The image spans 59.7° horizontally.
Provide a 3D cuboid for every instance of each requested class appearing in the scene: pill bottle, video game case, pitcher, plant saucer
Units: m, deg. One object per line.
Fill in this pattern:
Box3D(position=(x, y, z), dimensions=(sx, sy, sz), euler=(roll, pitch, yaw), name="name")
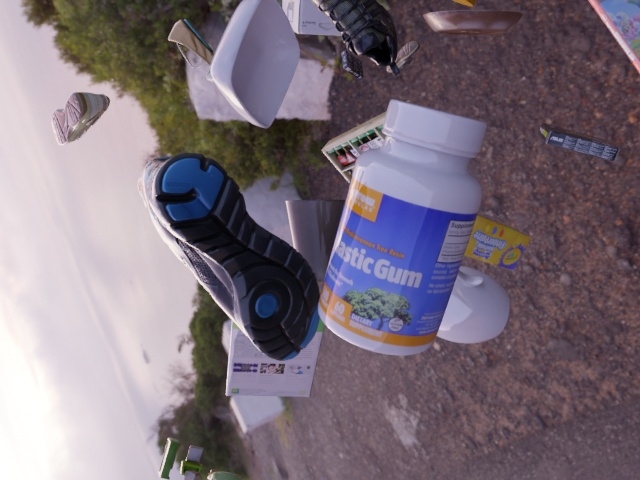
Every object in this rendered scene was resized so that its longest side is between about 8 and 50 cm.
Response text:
Box3D(position=(0.098, -0.018, 0.655), dimensions=(0.152, 0.152, 0.272), euler=(36, 117, 51), name="pill bottle")
Box3D(position=(0.675, -0.446, 1.108), dimensions=(0.285, 0.204, 0.025), euler=(60, 174, 9), name="video game case")
Box3D(position=(0.203, 0.082, 0.897), dimensions=(0.178, 0.207, 0.126), euler=(114, 167, -52), name="pitcher")
Box3D(position=(0.310, -0.445, 1.145), dimensions=(0.198, 0.198, 0.036), euler=(27, 120, 56), name="plant saucer")

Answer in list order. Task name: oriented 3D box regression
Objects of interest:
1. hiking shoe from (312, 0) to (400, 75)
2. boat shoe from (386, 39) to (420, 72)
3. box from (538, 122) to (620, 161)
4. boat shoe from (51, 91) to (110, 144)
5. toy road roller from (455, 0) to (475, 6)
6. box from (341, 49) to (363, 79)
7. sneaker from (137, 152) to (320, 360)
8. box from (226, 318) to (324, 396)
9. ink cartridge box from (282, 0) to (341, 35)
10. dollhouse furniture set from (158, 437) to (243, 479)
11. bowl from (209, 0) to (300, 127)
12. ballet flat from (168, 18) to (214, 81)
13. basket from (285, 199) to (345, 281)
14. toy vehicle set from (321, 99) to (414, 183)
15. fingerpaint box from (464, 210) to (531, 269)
Box3D(position=(0.056, -0.345, 0.849), dimensions=(0.086, 0.226, 0.114), euler=(-37, 52, 27), name="hiking shoe")
Box3D(position=(0.299, -0.648, 1.976), dimensions=(0.152, 0.049, 0.056), euler=(-32, 49, 44), name="boat shoe")
Box3D(position=(0.736, -0.285, 1.604), dimensions=(0.190, 0.184, 0.045), euler=(18, 109, 9), name="box")
Box3D(position=(-0.374, -0.188, 0.862), dimensions=(0.153, 0.048, 0.056), euler=(-21, 88, 49), name="boat shoe")
Box3D(position=(0.291, -0.758, 1.409), dimensions=(0.240, 0.329, 0.203), euler=(37, 113, 39), name="toy road roller")
Box3D(position=(0.105, -0.569, 1.808), dimensions=(0.018, 0.083, 0.067), euler=(-24, 62, 37), name="box")
Box3D(position=(-0.115, 0.022, 0.758), dimensions=(0.139, 0.125, 0.341), euler=(15, 142, 54), name="sneaker")
Box3D(position=(-0.119, 0.279, 1.441), dimensions=(0.059, 0.232, 0.322), euler=(-100, 17, -53), name="box")
Box3D(position=(-0.006, -0.596, 1.465), dimensions=(0.212, 0.154, 0.093), euler=(-118, 28, -59), name="ink cartridge box")
Box3D(position=(-0.190, 0.379, 0.940), dimensions=(0.076, 0.151, 0.059), euler=(163, 125, -70), name="dollhouse furniture set")
Box3D(position=(-0.090, -0.235, 0.733), dimensions=(0.053, 0.142, 0.142), euler=(17, 169, 20), name="bowl")
Box3D(position=(-0.276, -0.439, 1.377), dimensions=(0.232, 0.073, 0.080), euler=(44, -173, -9), name="ballet flat")
Box3D(position=(0.000, 0.000, 1.585), dimensions=(0.154, 0.204, 0.227), euler=(-26, -63, -87), name="basket")
Box3D(position=(0.137, -0.174, 1.156), dimensions=(0.166, 0.035, 0.266), euler=(46, 149, -18), name="toy vehicle set")
Box3D(position=(0.538, -0.062, 2.161), dimensions=(0.371, 0.444, 0.163), euler=(36, 106, 44), name="fingerpaint box")
